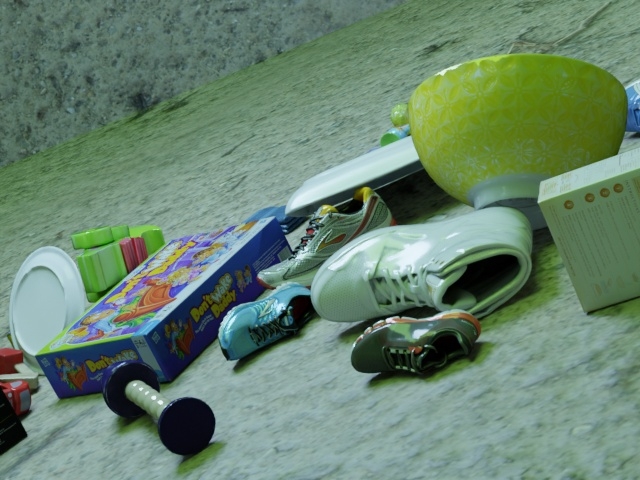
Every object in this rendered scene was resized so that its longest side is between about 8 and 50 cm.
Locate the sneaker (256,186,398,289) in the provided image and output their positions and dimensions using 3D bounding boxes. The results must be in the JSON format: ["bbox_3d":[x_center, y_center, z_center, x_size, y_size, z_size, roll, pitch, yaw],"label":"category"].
[{"bbox_3d":[0.000,0.000,2.073,0.225,0.092,0.088,-33,18,-20],"label":"sneaker"}]

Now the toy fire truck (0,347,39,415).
[{"bbox_3d":[-0.472,0.213,2.157,0.135,0.047,0.192,-12,17,-42],"label":"toy fire truck"}]

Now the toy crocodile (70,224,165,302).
[{"bbox_3d":[-0.328,0.030,2.343,0.105,0.115,0.340,-13,3,5],"label":"toy crocodile"}]

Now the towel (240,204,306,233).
[{"bbox_3d":[-0.075,-0.034,2.393,0.119,0.029,0.067,-6,25,49],"label":"towel"}]

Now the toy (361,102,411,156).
[{"bbox_3d":[0.165,-0.220,2.563,0.137,0.056,0.237,-13,21,31],"label":"toy"}]

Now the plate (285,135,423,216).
[{"bbox_3d":[0.082,-0.107,2.219,0.277,0.045,0.278,-23,-2,7],"label":"plate"}]

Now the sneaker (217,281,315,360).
[{"bbox_3d":[-0.066,0.105,1.908,0.162,0.063,0.073,-35,23,-29],"label":"sneaker"}]

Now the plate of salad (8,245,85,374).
[{"bbox_3d":[-0.418,0.109,2.233,0.200,0.199,0.048,-9,-10,43],"label":"plate of salad"}]

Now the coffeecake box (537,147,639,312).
[{"bbox_3d":[0.348,-0.021,1.552,0.186,0.142,0.068,-19,18,19],"label":"coffeecake box"}]

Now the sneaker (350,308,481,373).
[{"bbox_3d":[0.102,0.122,1.625,0.158,0.061,0.065,-20,24,21],"label":"sneaker"}]

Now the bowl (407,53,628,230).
[{"bbox_3d":[0.256,-0.104,1.856,0.289,0.289,0.156,-15,63,32],"label":"bowl"}]

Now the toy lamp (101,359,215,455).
[{"bbox_3d":[-0.214,0.202,1.803,0.080,0.080,0.275,-31,17,-18],"label":"toy lamp"}]

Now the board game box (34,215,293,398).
[{"bbox_3d":[-0.224,0.096,2.130,0.233,0.078,0.347,-13,21,37],"label":"board game box"}]

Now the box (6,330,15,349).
[{"bbox_3d":[-0.455,0.135,2.375,0.054,0.059,0.169,-19,18,18],"label":"box"}]

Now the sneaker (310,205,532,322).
[{"bbox_3d":[0.117,0.045,1.748,0.293,0.108,0.169,-21,14,12],"label":"sneaker"}]

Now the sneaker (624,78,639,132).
[{"bbox_3d":[0.474,-0.183,1.965,0.211,0.080,0.081,-9,20,46],"label":"sneaker"}]

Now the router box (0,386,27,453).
[{"bbox_3d":[-0.506,0.257,1.955,0.179,0.133,0.046,-35,20,-30],"label":"router box"}]
